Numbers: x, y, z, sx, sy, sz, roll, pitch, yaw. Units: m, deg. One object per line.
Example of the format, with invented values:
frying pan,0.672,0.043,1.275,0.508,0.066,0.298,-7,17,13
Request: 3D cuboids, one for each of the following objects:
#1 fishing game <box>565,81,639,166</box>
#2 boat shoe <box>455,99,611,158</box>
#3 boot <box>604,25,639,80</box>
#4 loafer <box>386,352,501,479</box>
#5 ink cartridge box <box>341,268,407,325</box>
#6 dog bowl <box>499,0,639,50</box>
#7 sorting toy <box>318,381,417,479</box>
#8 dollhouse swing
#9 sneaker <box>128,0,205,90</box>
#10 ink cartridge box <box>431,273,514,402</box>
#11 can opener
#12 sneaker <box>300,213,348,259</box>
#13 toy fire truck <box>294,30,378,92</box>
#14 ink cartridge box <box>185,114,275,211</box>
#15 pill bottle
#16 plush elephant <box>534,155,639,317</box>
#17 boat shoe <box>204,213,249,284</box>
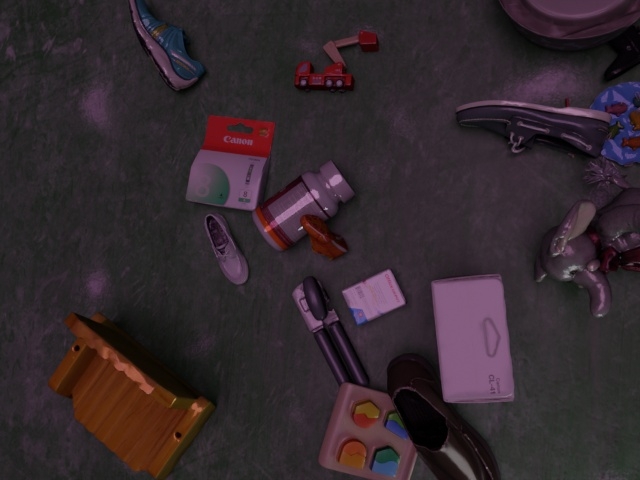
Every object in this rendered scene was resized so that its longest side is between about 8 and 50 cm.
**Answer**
fishing game,0.665,-0.252,1.305,0.264,0.041,0.189,-3,82,12
boat shoe,0.444,-0.237,1.309,0.319,0.116,0.099,9,93,16
boot,0.643,-0.413,1.319,0.121,0.045,0.099,-31,80,4
loafer,0.240,0.415,1.264,0.134,0.130,0.366,-35,92,24
ink cartridge box,0.123,0.127,1.381,0.122,0.052,0.088,-26,81,10
dog bowl,0.546,-0.567,1.303,0.348,0.102,0.349,-3,78,17
sorting toy,0.119,0.429,1.342,0.208,0.038,0.193,18,90,-5
dollhouse swing,-0.461,0.358,1.358,0.347,0.305,0.315,36,93,11
sneaker,-0.389,-0.499,1.528,0.110,0.107,0.275,-32,84,-12
ink cartridge box,0.293,0.180,1.212,0.131,0.306,0.226,-7,84,12
can opener,0.018,0.216,1.382,0.074,0.093,0.280,-28,86,10
sneaker,0.000,0.000,1.359,0.067,0.175,0.064,-31,50,14
toy fire truck,0.036,-0.421,1.444,0.192,0.047,0.135,4,86,13
ink cartridge box,-0.215,-0.190,1.477,0.181,0.056,0.225,9,89,12
pill bottle,-0.037,-0.080,1.395,0.221,0.121,0.121,-36,80,7
plush elephant,0.555,0.022,1.196,0.255,0.272,0.330,-38,67,5
boat shoe,-0.226,0.018,1.456,0.066,0.063,0.184,-20,82,10
